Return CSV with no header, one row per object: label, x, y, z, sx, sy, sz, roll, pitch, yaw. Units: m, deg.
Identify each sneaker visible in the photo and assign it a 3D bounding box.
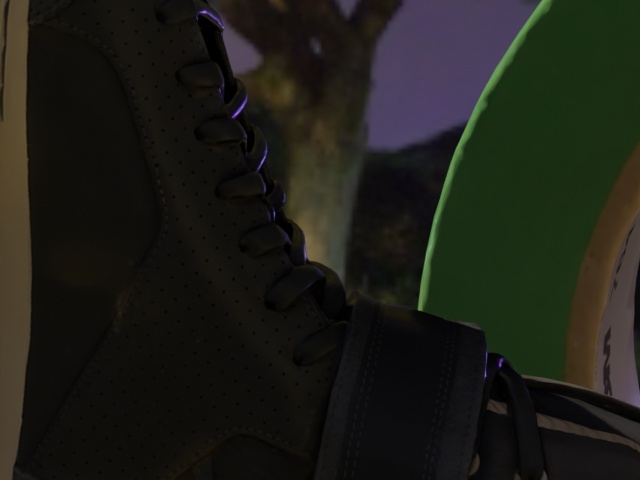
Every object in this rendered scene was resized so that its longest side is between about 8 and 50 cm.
sneaker,0.000,0.001,0.349,0.163,0.226,0.086,5,6,7

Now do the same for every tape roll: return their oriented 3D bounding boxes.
tape roll,0.187,0.035,0.405,0.321,0.321,0.077,2,13,19
